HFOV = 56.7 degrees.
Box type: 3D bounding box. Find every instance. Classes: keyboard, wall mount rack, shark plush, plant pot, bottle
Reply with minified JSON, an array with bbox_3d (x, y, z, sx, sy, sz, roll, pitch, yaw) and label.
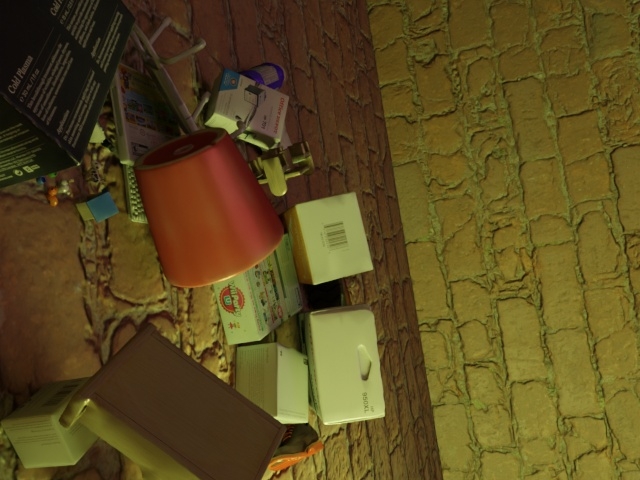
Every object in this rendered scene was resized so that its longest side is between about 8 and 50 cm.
[{"bbox_3d":[-0.382,-0.162,1.222,0.072,0.014,0.256,6,75,-68],"label":"keyboard"},{"bbox_3d":[-0.295,-0.349,1.314,0.304,0.130,0.350,41,-20,50],"label":"wall mount rack"},{"bbox_3d":[-0.419,-0.221,1.092,0.161,0.073,0.067,41,24,-55],"label":"shark plush"},{"bbox_3d":[-0.235,-0.079,1.196,0.275,0.275,0.243,-65,141,-56],"label":"plant pot"},{"bbox_3d":[-0.177,-0.466,1.740,0.283,0.118,0.092,-55,130,-61],"label":"bottle"}]

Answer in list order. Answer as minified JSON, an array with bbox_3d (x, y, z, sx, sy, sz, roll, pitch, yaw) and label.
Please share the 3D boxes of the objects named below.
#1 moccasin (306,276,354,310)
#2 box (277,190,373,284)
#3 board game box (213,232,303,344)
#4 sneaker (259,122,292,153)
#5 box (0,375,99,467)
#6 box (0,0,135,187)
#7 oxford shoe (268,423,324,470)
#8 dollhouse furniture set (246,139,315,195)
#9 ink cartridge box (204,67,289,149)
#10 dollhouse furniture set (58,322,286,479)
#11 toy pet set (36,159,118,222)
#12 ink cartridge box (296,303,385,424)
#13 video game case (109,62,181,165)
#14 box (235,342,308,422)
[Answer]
[{"bbox_3d":[0.051,0.198,1.996,0.147,0.139,0.380,-75,146,-59],"label":"moccasin"},{"bbox_3d":[0.000,0.000,1.677,0.345,0.168,0.215,165,-89,-77],"label":"box"},{"bbox_3d":[-0.158,0.117,1.553,0.303,0.097,0.224,-24,102,-70],"label":"board game box"},{"bbox_3d":[-0.152,-0.295,1.743,0.292,0.108,0.169,-48,122,-66],"label":"sneaker"},{"bbox_3d":[-0.388,0.270,0.884,0.101,0.102,0.087,-53,127,-64],"label":"box"},{"bbox_3d":[-0.466,-0.310,0.843,0.312,0.179,0.343,54,32,-48],"label":"box"},{"bbox_3d":[-0.081,0.546,1.590,0.098,0.097,0.271,65,12,17],"label":"oxford shoe"},{"bbox_3d":[-0.144,-0.133,1.499,0.212,0.242,0.161,-47,124,-64],"label":"dollhouse furniture set"},{"bbox_3d":[-0.191,-0.341,1.550,0.191,0.082,0.139,18,70,-25],"label":"ink cartridge box"},{"bbox_3d":[-0.275,0.361,0.880,0.256,0.394,0.362,37,29,-1],"label":"dollhouse furniture set"},{"bbox_3d":[-0.410,-0.089,1.043,0.122,0.065,0.114,-63,138,-57],"label":"toy pet set"},{"bbox_3d":[0.044,0.328,1.651,0.395,0.166,0.285,134,-51,-79],"label":"ink cartridge box"},{"bbox_3d":[-0.366,-0.253,1.267,0.227,0.026,0.206,0,80,-73],"label":"video game case"},{"bbox_3d":[-0.120,0.367,1.502,0.181,0.119,0.182,40,44,-58],"label":"box"}]
